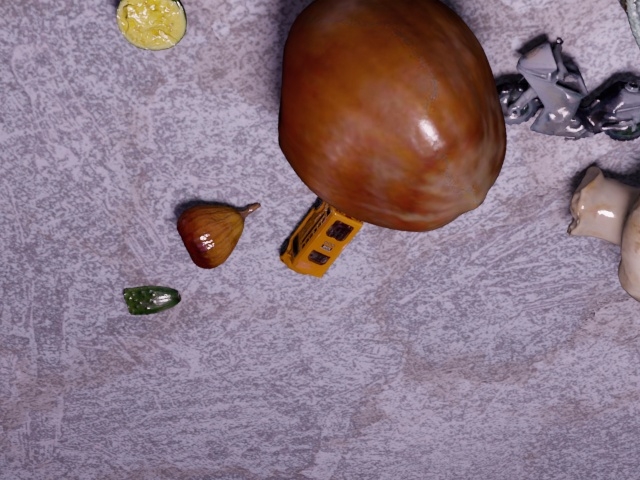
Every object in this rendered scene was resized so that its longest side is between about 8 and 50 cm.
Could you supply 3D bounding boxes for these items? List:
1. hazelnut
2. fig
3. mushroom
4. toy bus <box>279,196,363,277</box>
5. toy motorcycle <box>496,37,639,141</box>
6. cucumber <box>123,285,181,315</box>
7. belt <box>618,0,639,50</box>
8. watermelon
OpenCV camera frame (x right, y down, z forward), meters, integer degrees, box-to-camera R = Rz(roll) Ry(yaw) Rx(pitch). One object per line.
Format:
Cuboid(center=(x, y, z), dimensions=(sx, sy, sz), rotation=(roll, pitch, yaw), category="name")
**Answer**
Cuboid(center=(0.100, -0.189, 1.221), dimensions=(0.365, 0.366, 0.366), rotation=(0, 131, 0), category="hazelnut")
Cuboid(center=(-0.195, -0.029, 1.535), dimensions=(0.119, 0.153, 0.119), rotation=(29, 164, 9), category="fig")
Cuboid(center=(0.577, -0.030, 1.448), dimensions=(0.290, 0.297, 0.298), rotation=(23, 138, 30), category="mushroom")
Cuboid(center=(0.000, 0.000, 1.548), dimensions=(0.083, 0.088, 0.194), rotation=(23, 127, -20), category="toy bus")
Cuboid(center=(0.406, -0.234, 1.340), dimensions=(0.270, 0.106, 0.159), rotation=(7, 136, -1), category="toy motorcycle")
Cuboid(center=(-0.334, 0.124, 1.691), dimensions=(0.107, 0.035, 0.067), rotation=(-7, 129, 4), category="cucumber")
Cuboid(center=(0.528, -0.357, 1.194), dimensions=(0.206, 0.161, 0.295), rotation=(-14, 129, 12), category="belt")
Cuboid(center=(-0.253, -0.341, 1.271), dimensions=(0.105, 0.062, 0.106), rotation=(-4, 136, -4), category="watermelon")
